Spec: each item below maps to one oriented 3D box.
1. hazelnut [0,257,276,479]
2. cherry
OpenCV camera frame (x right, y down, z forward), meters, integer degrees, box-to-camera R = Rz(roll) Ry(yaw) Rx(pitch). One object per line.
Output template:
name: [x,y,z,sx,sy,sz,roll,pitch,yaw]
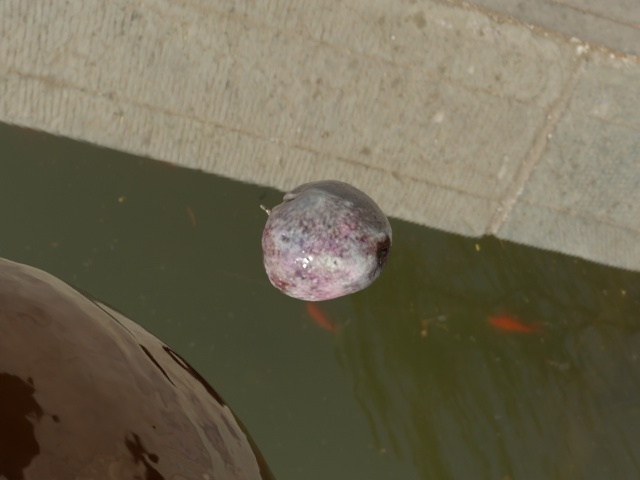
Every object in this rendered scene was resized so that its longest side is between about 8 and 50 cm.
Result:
hazelnut: [-0.161,0.178,0.418,0.365,0.366,0.366,-2,127,-2]
cherry: [0.009,0.001,1.257,0.195,0.195,0.195,-2,127,-2]
